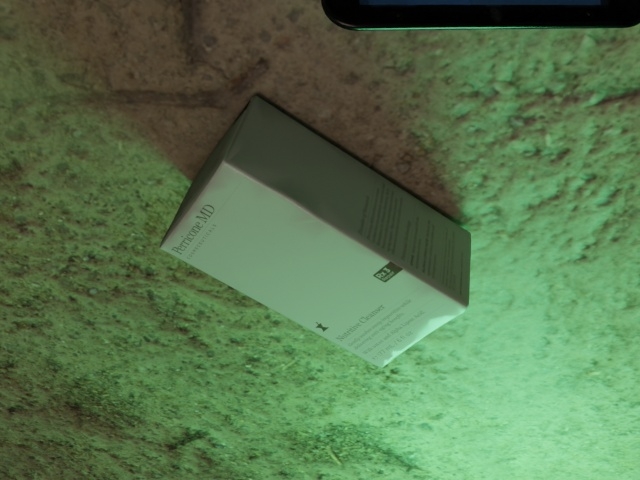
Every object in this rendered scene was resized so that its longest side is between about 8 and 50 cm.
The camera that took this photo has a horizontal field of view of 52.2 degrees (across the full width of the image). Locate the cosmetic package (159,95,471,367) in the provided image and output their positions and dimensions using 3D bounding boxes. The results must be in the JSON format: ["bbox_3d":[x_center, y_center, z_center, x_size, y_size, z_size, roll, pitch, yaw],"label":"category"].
[{"bbox_3d":[0.000,0.000,0.927,0.385,0.156,0.217,28,135,-16],"label":"cosmetic package"}]

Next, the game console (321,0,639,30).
[{"bbox_3d":[0.143,-0.323,0.521,0.293,0.173,0.250,-4,135,-9],"label":"game console"}]
